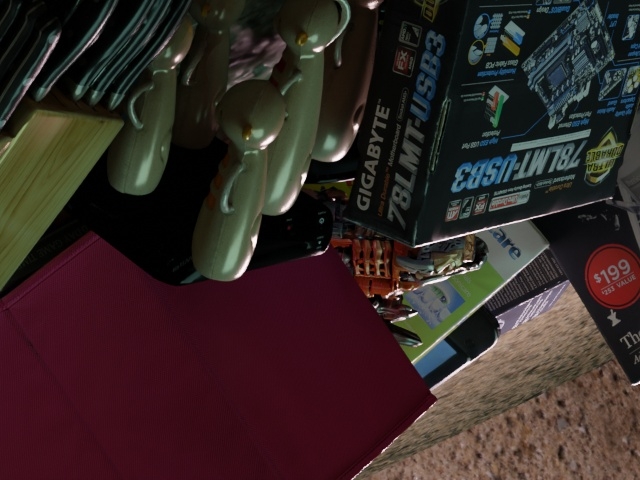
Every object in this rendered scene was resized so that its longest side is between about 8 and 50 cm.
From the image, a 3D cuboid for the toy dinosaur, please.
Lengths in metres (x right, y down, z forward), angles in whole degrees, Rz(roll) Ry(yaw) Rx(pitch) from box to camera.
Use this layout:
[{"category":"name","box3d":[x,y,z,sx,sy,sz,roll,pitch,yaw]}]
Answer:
[{"category":"toy dinosaur","box3d":[0.000,0.000,1.622,0.218,0.322,0.164,20,94,-59]}]

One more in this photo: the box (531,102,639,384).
[{"category":"box","box3d":[0.403,-0.075,1.894,0.343,0.313,0.179,-39,163,31]}]

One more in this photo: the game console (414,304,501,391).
[{"category":"game console","box3d":[0.020,0.133,2.174,0.293,0.250,0.173,-40,-171,37]}]

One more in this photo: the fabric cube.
[{"category":"fabric cube","box3d":[-0.114,0.117,1.447,0.259,0.258,0.254,-34,180,29]}]

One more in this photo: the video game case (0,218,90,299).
[{"category":"video game case","box3d":[-0.258,0.043,1.448,0.274,0.026,0.196,-31,177,-39]}]

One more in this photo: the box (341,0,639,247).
[{"category":"box","box3d":[0.152,-0.158,1.295,0.295,0.073,0.293,-13,122,-52]}]

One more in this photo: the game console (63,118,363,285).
[{"category":"game console","box3d":[-0.015,-0.054,1.342,0.361,0.213,0.044,-13,120,-33]}]

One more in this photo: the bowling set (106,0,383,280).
[{"category":"bowling set","box3d":[-0.081,-0.111,1.188,0.287,0.199,0.154,-58,165,-63]}]

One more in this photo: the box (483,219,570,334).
[{"category":"box","box3d":[0.212,0.069,2.428,0.207,0.108,0.153,-25,165,-15]}]

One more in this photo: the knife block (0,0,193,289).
[{"category":"knife block","box3d":[-0.183,-0.069,1.114,0.242,0.088,0.276,-34,157,-23]}]

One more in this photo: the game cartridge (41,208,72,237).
[{"category":"game cartridge","box3d":[-0.349,0.024,1.296,0.285,0.053,0.323,-34,165,16]}]

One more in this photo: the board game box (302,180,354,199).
[{"category":"board game box","box3d":[0.038,-0.045,1.829,0.181,0.043,0.092,-24,164,-24]}]

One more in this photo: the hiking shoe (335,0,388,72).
[{"category":"hiking shoe","box3d":[0.090,-0.152,1.417,0.226,0.114,0.086,-26,165,-13]}]

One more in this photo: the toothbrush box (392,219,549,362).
[{"category":"toothbrush box","box3d":[0.094,0.056,1.937,0.283,0.122,0.206,-42,176,1]}]
